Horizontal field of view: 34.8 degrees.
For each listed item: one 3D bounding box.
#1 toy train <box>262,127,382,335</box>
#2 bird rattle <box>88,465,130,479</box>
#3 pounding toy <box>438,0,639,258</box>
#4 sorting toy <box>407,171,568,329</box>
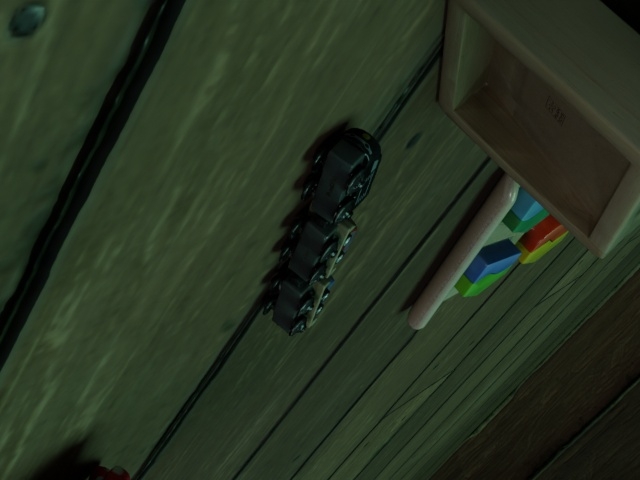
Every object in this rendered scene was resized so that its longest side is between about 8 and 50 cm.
[{"bbox_3d":[0.000,0.000,0.494,0.036,0.027,0.158,-46,167,-33],"label":"toy train"},{"bbox_3d":[-0.174,0.177,0.440,0.207,0.143,0.253,-31,176,0],"label":"bird rattle"},{"bbox_3d":[0.137,-0.063,0.449,0.100,0.141,0.130,-41,164,-10],"label":"pounding toy"},{"bbox_3d":[0.173,-0.021,0.818,0.208,0.038,0.193,-31,159,-37],"label":"sorting toy"}]
